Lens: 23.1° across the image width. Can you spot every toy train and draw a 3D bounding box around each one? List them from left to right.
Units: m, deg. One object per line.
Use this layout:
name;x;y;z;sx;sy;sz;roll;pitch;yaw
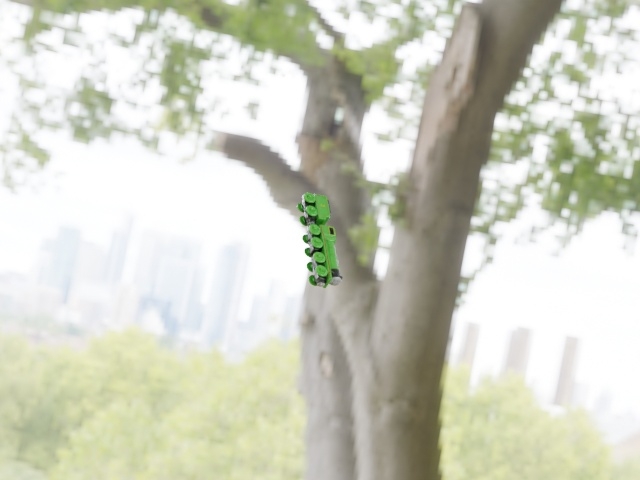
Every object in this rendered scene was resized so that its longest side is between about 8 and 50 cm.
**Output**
toy train;0.000;0.000;1.121;0.024;0.083;0.017;10;-41;-25
